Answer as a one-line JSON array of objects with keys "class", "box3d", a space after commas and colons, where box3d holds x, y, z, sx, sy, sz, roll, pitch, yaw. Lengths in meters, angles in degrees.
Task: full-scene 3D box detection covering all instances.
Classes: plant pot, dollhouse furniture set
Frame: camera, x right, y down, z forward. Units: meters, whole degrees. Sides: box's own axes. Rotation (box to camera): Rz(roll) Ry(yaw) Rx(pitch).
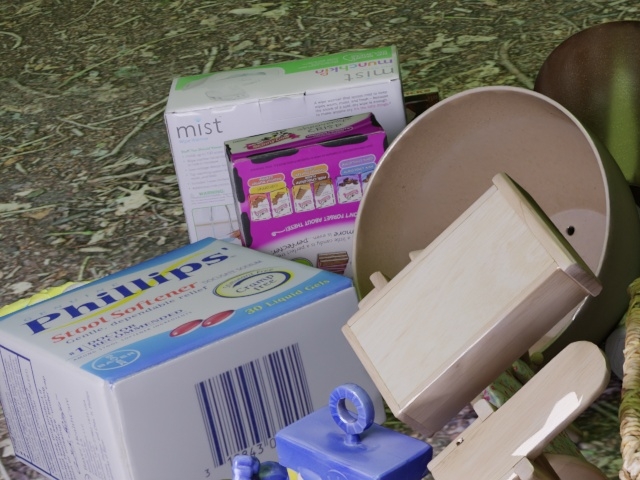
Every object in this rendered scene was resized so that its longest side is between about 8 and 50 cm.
[{"class": "plant pot", "box3d": [0.336, -0.089, 2.035, 0.215, 0.215, 0.230, -4, 39, 13]}, {"class": "plant pot", "box3d": [0.198, 0.013, 1.793, 0.284, 0.284, 0.191, 11, -6, 39]}, {"class": "dollhouse furniture set", "box3d": [0.206, 0.124, 1.450, 0.174, 0.355, 0.303, -44, 43, 11]}]

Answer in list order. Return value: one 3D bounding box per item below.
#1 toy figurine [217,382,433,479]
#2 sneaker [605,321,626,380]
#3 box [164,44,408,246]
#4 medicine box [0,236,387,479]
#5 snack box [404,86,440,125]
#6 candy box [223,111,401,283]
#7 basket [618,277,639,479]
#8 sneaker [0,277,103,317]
[{"class": "toy figurine", "box3d": [0.030, 0.184, 1.431, 0.191, 0.217, 0.362, -32, 37, -34]}, {"class": "sneaker", "box3d": [0.408, 0.084, 1.704, 0.256, 0.094, 0.151, 8, 30, 37]}, {"class": "box", "box3d": [-0.025, -0.077, 2.076, 0.262, 0.231, 0.127, -9, 23, 5]}, {"class": "medicine box", "box3d": [-0.133, 0.123, 1.725, 0.263, 0.149, 0.289, -22, 19, -27]}, {"class": "snack box", "box3d": [0.070, -0.155, 2.426, 0.178, 0.064, 0.022, -9, 24, 3]}, {"class": "candy box", "box3d": [0.000, 0.000, 1.884, 0.159, 0.233, 0.071, -11, 23, -6]}, {"class": "basket", "box3d": [0.334, 0.176, 1.363, 0.213, 0.223, 0.299, -3, 23, 13]}, {"class": "sneaker", "box3d": [-0.241, 0.072, 1.971, 0.240, 0.091, 0.126, -8, 17, 31]}]
